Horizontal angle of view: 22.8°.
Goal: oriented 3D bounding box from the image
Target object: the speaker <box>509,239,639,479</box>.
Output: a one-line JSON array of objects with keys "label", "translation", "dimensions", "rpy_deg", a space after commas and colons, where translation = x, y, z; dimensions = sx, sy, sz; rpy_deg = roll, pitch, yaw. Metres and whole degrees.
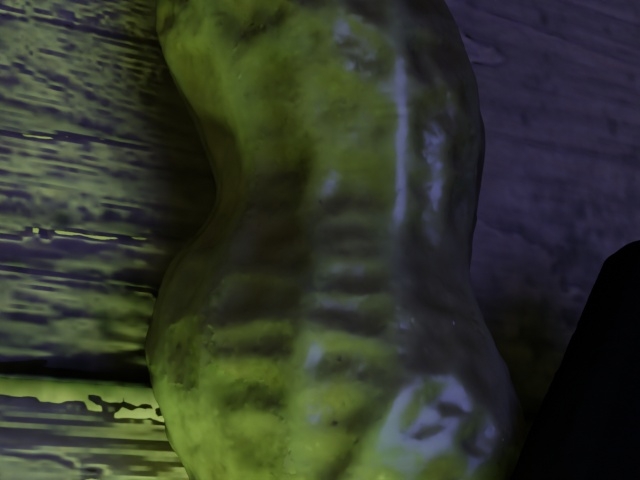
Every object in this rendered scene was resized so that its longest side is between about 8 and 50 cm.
[{"label": "speaker", "translation": [0.164, 0.142, 0.541], "dimensions": [0.388, 0.184, 0.180], "rpy_deg": [-49, 136, -64]}]

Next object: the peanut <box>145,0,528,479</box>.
[{"label": "peanut", "translation": [0.000, 0.000, 0.597], "dimensions": [0.136, 0.120, 0.298], "rpy_deg": [1, 74, -24]}]
